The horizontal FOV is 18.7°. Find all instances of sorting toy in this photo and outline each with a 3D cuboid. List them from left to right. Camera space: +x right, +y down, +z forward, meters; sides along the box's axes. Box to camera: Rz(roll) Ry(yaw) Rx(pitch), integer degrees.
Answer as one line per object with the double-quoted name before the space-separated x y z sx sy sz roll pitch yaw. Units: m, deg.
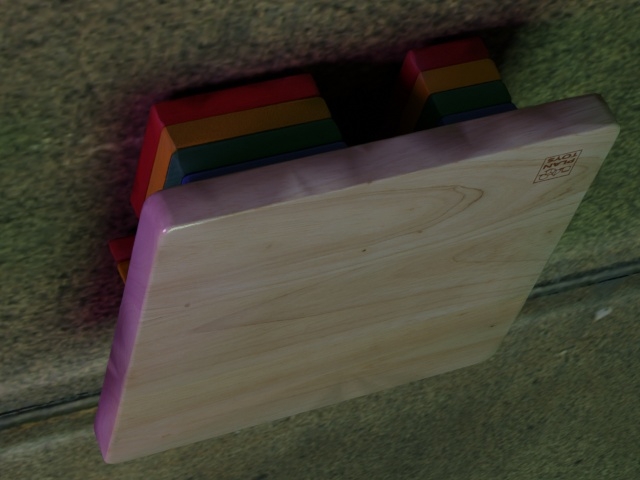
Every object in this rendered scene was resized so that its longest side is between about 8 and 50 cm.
"sorting toy" 0.000 0.000 1.083 0.257 0.089 0.255 -14 152 -21
